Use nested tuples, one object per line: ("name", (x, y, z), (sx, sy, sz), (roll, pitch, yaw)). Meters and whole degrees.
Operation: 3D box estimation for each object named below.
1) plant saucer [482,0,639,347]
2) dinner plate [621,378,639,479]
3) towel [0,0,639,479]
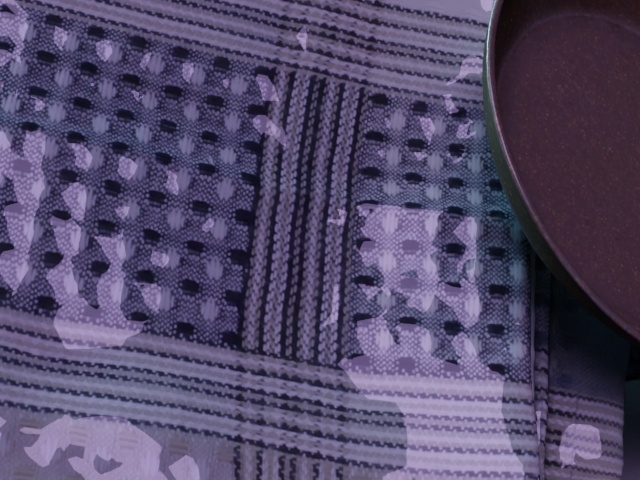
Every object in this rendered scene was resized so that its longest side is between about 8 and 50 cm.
("plant saucer", (0.137, -0.034, 0.544), (0.199, 0.036, 0.198), (14, 62, -29))
("dinner plate", (0.157, 0.117, 0.582), (0.141, 0.017, 0.141), (-1, 52, 1))
("towel", (-0.025, -0.009, 0.516), (0.324, 0.056, 0.312), (13, 59, -10))
